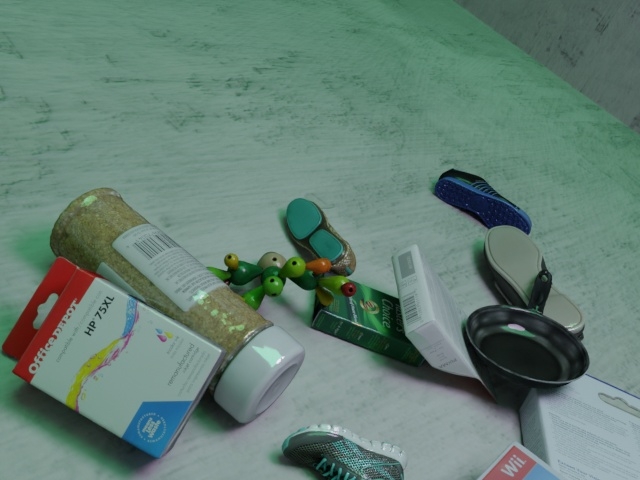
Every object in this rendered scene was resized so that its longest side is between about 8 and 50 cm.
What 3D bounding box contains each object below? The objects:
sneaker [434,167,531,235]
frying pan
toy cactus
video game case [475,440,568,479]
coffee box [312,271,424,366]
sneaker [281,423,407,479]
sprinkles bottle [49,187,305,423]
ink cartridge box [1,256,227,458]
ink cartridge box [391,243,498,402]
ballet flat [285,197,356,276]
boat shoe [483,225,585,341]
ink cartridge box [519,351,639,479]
[{"bbox_3d":[0.370,-0.091,1.670,0.232,0.081,0.090,32,39,9],"label":"sneaker"},{"bbox_3d":[0.323,0.137,1.242,0.197,0.053,0.326,9,28,-5],"label":"frying pan"},{"bbox_3d":[-0.065,0.060,1.108,0.219,0.112,0.180,-6,12,-4],"label":"toy cactus"},{"bbox_3d":[0.289,0.379,0.864,0.285,0.025,0.204,35,44,29],"label":"video game case"},{"bbox_3d":[0.080,0.121,1.178,0.184,0.040,0.113,23,31,-8],"label":"coffee box"},{"bbox_3d":[0.033,0.274,0.903,0.166,0.065,0.076,17,37,-14],"label":"sneaker"},{"bbox_3d":[-0.187,0.076,0.964,0.355,0.121,0.121,38,33,17],"label":"sprinkles bottle"},{"bbox_3d":[-0.237,0.123,0.831,0.231,0.134,0.078,29,-8,3],"label":"ink cartridge box"},{"bbox_3d":[0.195,0.140,1.186,0.225,0.056,0.181,53,19,-33],"label":"ink cartridge box"},{"bbox_3d":[0.000,0.000,1.276,0.067,0.073,0.206,50,4,-39],"label":"ballet flat"},{"bbox_3d":[0.391,0.097,1.425,0.112,0.095,0.335,-9,36,-7],"label":"boat shoe"},{"bbox_3d":[0.457,0.346,1.114,0.324,0.071,0.330,25,28,-4],"label":"ink cartridge box"}]
